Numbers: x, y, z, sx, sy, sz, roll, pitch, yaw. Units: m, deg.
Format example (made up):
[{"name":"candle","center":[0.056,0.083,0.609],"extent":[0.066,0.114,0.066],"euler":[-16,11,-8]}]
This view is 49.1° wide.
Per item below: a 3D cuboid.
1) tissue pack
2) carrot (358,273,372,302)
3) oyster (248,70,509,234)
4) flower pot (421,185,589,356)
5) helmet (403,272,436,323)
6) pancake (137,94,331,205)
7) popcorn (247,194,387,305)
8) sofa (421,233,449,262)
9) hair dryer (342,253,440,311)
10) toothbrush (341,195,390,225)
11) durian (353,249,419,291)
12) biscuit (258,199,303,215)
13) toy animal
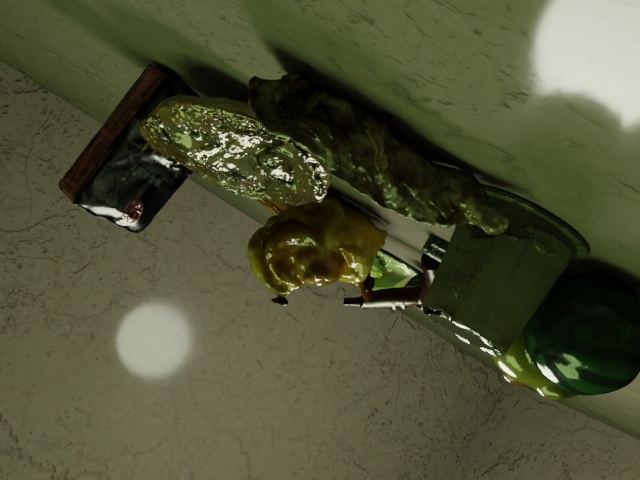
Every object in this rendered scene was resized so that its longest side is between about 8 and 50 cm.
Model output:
[{"name":"tissue pack","center":[-0.376,-0.184,1.495],"extent":[0.123,0.332,0.245],"euler":[37,179,24]},{"name":"carrot","center":[0.093,0.048,1.845],"extent":[0.069,0.069,0.336],"euler":[34,-156,-28]},{"name":"oyster","center":[0.078,-0.127,1.005],"extent":[0.396,0.111,0.204],"euler":[30,-169,-5]},{"name":"flower pot","center":[0.254,0.049,1.047],"extent":[0.212,0.203,0.212],"euler":[33,172,5]},{"name":"helmet","center":[0.315,0.147,1.990],"extent":[0.153,0.107,0.177],"euler":[33,156,3]},{"name":"pancake","center":[-0.159,-0.174,1.368],"extent":[0.386,0.082,0.387],"euler":[11,160,4]},{"name":"popcorn","center":[0.000,0.000,1.684],"extent":[0.315,0.281,0.297],"euler":[-15,-162,-36]},{"name":"sofa","center":[0.279,0.034,1.520],"extent":[0.118,0.039,0.060],"euler":[29,173,8]},{"name":"hair dryer","center":[0.199,0.127,1.782],"extent":[0.340,0.123,0.312],"euler":[-6,150,22]},{"name":"toothbrush","center":[0.106,-0.070,1.638],"extent":[0.131,0.011,0.013],"euler":[30,-165,-3]},{"name":"durian","center":[0.144,0.048,2.136],"extent":[0.355,0.157,0.169],"euler":[31,138,-12]},{"name":"biscuit","center":[-0.136,-0.128,1.934],"extent":[0.274,0.091,0.213],"euler":[37,174,-36]},{"name":"toy animal","center":[0.383,0.155,1.154],"extent":[0.191,0.216,0.338],"euler":[5,172,-13]}]
